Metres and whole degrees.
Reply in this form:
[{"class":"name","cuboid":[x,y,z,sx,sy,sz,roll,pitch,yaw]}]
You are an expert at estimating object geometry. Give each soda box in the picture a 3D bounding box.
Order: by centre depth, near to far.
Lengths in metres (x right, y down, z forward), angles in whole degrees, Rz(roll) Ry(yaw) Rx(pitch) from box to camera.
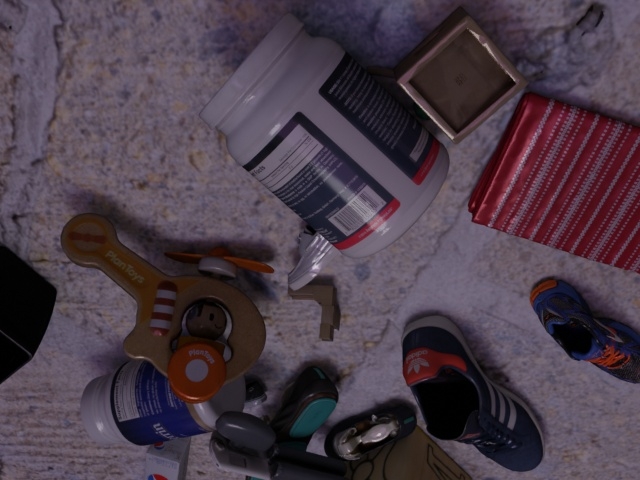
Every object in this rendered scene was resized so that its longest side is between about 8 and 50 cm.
[{"class":"soda box","cuboid":[-0.312,0.477,1.418,0.069,0.074,0.216,16,124,2]}]

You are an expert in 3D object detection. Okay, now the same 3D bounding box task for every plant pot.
[{"class":"plant pot","cuboid":[-0.561,0.121,1.184,0.188,0.167,0.187,-35,110,30]}]

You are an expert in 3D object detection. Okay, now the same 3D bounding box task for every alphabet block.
[{"class":"alphabet block","cuboid":[0.141,0.480,1.244,0.192,0.197,0.193,-32,111,29]}]

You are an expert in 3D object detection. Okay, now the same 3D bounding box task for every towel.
[{"class":"towel","cuboid":[0.356,-0.070,0.935,0.275,0.031,0.198,18,123,-1]}]

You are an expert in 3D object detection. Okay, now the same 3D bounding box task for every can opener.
[{"class":"can opener","cuboid":[-0.059,0.365,1.166,0.280,0.074,0.093,28,116,-30]}]

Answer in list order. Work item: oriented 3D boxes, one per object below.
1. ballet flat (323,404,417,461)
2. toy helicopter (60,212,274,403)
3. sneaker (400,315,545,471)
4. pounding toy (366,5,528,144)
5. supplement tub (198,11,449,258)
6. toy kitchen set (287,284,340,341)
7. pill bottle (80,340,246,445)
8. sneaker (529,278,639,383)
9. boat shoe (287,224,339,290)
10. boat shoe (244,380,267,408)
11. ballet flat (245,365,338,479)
[{"class":"ballet flat","cuboid":[0.075,0.345,1.243,0.203,0.074,0.074,-30,112,27]},{"class":"toy helicopter","cuboid":[-0.234,0.070,1.076,0.355,0.235,0.140,38,162,1]},{"class":"sneaker","cuboid":[0.240,0.286,1.123,0.131,0.148,0.350,-33,111,29]},{"class":"pounding toy","cuboid":[0.149,-0.202,0.867,0.141,0.100,0.130,-41,107,20]},{"class":"supplement tub","cuboid":[0.007,-0.126,0.876,0.272,0.191,0.191,41,122,-13]},{"class":"toy kitchen set","cuboid":[-0.010,0.118,1.122,0.075,0.083,0.068,1,164,12]},{"class":"pill bottle","cuboid":[-0.277,0.273,1.228,0.265,0.153,0.153,-17,117,23]},{"class":"sneaker","cuboid":[0.398,0.152,1.036,0.221,0.087,0.083,32,124,-9]},{"class":"boat shoe","cuboid":[0.000,0.000,1.042,0.063,0.066,0.184,41,123,-3]},{"class":"boat shoe","cuboid":[-0.164,0.286,1.280,0.142,0.049,0.040,-17,99,20]},{"class":"ballet flat","cuboid":[-0.055,0.330,1.253,0.095,0.096,0.280,16,122,-33]}]
